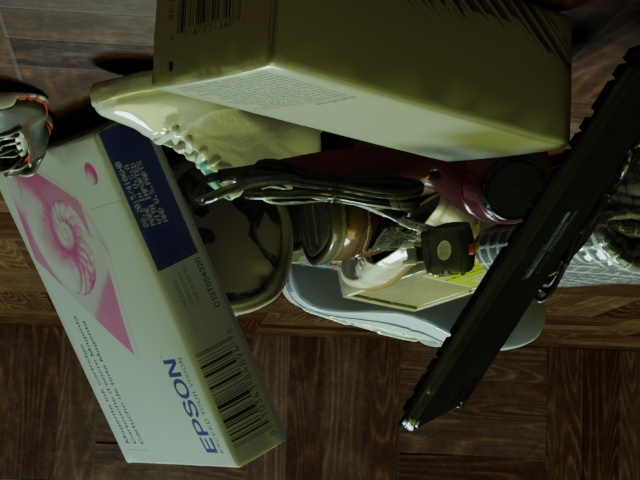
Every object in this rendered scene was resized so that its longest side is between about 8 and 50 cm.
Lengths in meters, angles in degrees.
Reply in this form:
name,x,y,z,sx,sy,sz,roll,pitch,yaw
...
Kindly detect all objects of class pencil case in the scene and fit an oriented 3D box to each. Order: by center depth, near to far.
name,x,y,z,sx,sy,sz,roll,pitch,yaw
pencil case,-0.159,0.014,1.732,0.183,0.160,0.410,26,165,-14

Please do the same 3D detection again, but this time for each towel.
name,x,y,z,sx,sy,sz,roll,pitch,yaw
towel,0.328,-0.006,1.628,0.284,0.121,0.235,6,172,-24

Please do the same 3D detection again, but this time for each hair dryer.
name,x,y,z,sx,sy,sz,roll,pitch,yaw
hair dryer,0.061,-0.064,1.212,0.224,0.080,0.293,19,-159,21

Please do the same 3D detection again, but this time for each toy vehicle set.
name,x,y,z,sx,sy,sz,roll,pitch,yaw
toy vehicle set,0.177,0.027,1.967,0.267,0.035,0.166,-19,161,31

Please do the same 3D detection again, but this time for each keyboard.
name,x,y,z,sx,sy,sz,roll,pitch,yaw
keyboard,0.165,-0.007,1.172,0.033,0.317,0.201,37,-161,18

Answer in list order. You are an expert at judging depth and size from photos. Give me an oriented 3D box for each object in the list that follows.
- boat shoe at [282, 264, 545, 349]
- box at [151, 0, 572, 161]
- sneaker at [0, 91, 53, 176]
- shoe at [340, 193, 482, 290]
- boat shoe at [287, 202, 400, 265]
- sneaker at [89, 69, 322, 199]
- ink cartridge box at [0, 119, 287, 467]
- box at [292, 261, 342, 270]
name,x,y,z,sx,sy,sz,roll,pitch,yaw
boat shoe,0.118,0.084,2.245,0.367,0.136,0.156,7,171,-13
box,0.034,-0.119,1.015,0.113,0.094,0.275,-4,170,43
sneaker,-0.260,-0.088,1.393,0.061,0.065,0.158,1,172,6
shoe,0.089,-0.003,1.846,0.058,0.076,0.219,24,146,-32
boat shoe,0.025,-0.034,1.612,0.104,0.110,0.307,-5,-179,-9
sneaker,-0.086,-0.080,1.307,0.212,0.094,0.080,8,171,-33
ink cartridge box,-0.197,0.059,1.548,0.071,0.324,0.330,-29,-171,-33
box,0.000,0.000,2.001,0.233,0.044,0.159,9,168,-41
